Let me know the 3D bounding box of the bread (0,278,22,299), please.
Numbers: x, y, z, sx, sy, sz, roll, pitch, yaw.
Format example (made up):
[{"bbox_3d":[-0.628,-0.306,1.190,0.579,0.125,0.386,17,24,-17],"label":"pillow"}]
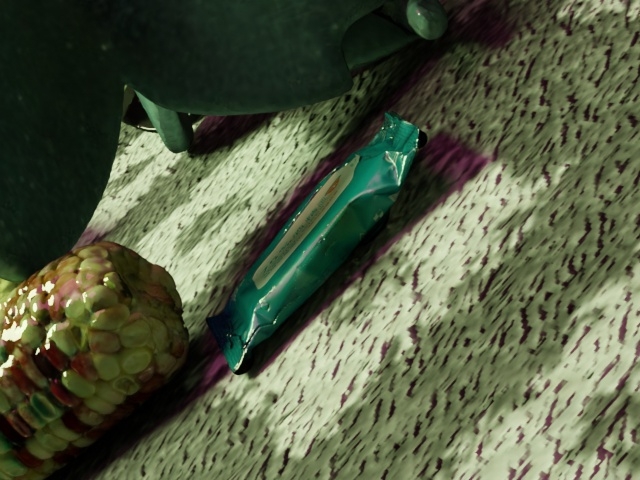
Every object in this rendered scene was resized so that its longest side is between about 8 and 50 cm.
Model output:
[{"bbox_3d":[-0.313,-0.039,1.172,0.240,0.135,0.178,4,26,-1],"label":"bread"}]

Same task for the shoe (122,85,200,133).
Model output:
[{"bbox_3d":[-0.157,-0.136,1.208,0.071,0.179,0.049,-58,-23,12],"label":"shoe"}]

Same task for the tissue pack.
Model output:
[{"bbox_3d":[0.000,0.000,0.797,0.138,0.028,0.085,-47,15,1],"label":"tissue pack"}]

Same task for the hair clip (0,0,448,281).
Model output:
[{"bbox_3d":[-0.090,-0.200,0.949,0.238,0.318,0.392,-24,8,15],"label":"hair clip"}]

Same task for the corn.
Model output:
[{"bbox_3d":[-0.172,0.095,0.843,0.253,0.086,0.086,-38,19,15],"label":"corn"}]
